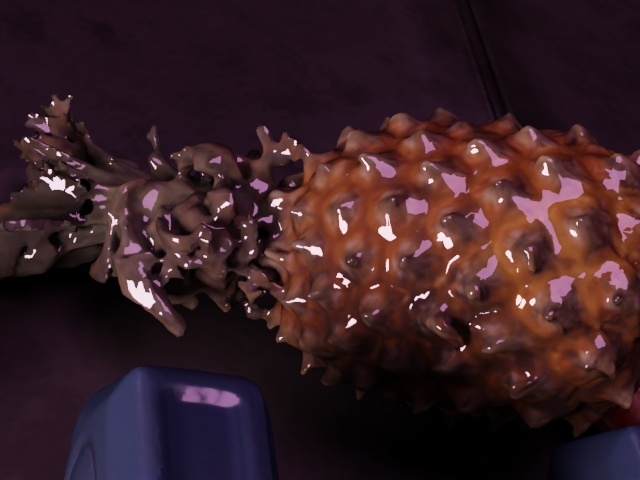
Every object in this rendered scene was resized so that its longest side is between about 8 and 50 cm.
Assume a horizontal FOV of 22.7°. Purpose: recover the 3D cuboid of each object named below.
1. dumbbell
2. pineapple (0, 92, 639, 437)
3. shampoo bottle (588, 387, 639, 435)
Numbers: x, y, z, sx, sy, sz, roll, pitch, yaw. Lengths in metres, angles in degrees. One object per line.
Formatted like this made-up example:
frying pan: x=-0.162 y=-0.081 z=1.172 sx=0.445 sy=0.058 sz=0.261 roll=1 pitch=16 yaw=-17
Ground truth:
dumbbell: x=0.043 y=0.147 z=0.724 sx=0.325 sy=0.160 sz=0.144 roll=8 pitch=13 yaw=-19
pineapple: x=0.000 y=0.000 z=0.845 sx=0.361 sy=0.175 sz=0.175 roll=11 pitch=39 yaw=14
shampoo bottle: x=0.181 y=0.064 z=0.929 sx=0.118 sy=0.076 sz=0.314 roll=-20 pitch=58 yaw=-40
